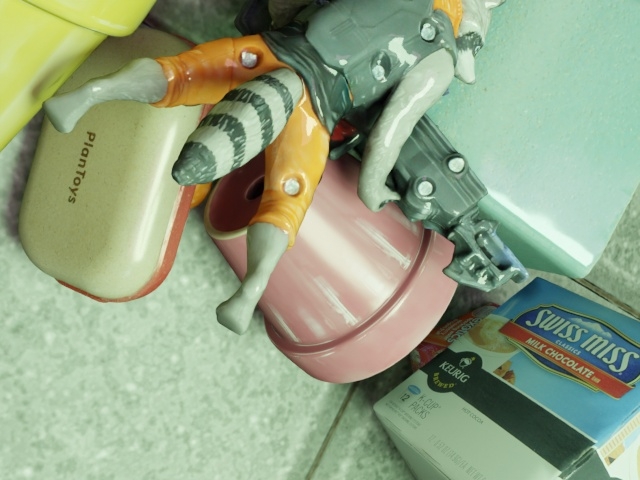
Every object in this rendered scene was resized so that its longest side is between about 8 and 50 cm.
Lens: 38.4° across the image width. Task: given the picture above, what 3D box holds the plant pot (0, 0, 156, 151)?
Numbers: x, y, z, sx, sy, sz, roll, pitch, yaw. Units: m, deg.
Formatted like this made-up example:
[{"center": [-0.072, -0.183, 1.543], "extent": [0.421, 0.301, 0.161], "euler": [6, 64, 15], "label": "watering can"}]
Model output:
[{"center": [-0.259, -0.179, 0.641], "extent": [0.254, 0.254, 0.239], "euler": [26, 106, -32], "label": "plant pot"}]

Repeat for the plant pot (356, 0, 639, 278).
[{"center": [0.157, -0.140, 0.877], "extent": [0.252, 0.247, 0.248], "euler": [30, 87, -12], "label": "plant pot"}]

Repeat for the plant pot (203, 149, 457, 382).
[{"center": [0.000, 0.000, 0.840], "extent": [0.201, 0.201, 0.180], "euler": [-51, 123, -9], "label": "plant pot"}]

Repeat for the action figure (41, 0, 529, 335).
[{"center": [0.028, -0.084, 0.670], "extent": [0.341, 0.178, 0.330], "euler": [45, 65, 5], "label": "action figure"}]

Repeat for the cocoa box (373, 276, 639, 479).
[{"center": [0.257, 0.254, 0.888], "extent": [0.228, 0.231, 0.347], "euler": [-36, 116, -12], "label": "cocoa box"}]

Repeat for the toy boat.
[{"center": [-0.150, -0.063, 0.797], "extent": [0.151, 0.151, 0.231], "euler": [8, 101, -61], "label": "toy boat"}]

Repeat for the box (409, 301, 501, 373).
[{"center": [0.203, 0.220, 1.058], "extent": [0.128, 0.122, 0.257], "euler": [-21, 112, -22], "label": "box"}]
